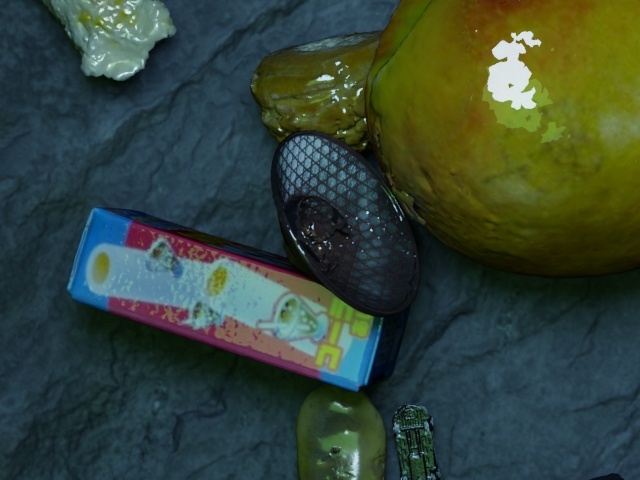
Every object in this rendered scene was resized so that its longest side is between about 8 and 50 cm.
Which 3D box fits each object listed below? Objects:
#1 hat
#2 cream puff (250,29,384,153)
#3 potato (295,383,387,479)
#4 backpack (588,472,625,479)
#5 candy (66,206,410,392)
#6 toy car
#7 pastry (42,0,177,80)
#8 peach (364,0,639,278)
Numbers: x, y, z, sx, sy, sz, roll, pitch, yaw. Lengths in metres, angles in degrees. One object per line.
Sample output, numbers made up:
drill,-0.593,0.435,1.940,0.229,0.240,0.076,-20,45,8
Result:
hat,0.000,0.000,1.760,0.082,0.193,0.193,-34,84,31
cream puff,0.015,-0.137,1.851,0.165,0.150,0.115,8,114,49
potato,0.021,0.208,1.890,0.091,0.070,0.138,0,90,13
backpack,0.259,0.355,1.822,0.206,0.133,0.258,-25,92,3
candy,-0.075,0.054,1.863,0.306,0.157,0.100,16,94,12
toy car,0.096,0.206,1.897,0.041,0.025,0.093,-7,93,10
pastry,-0.241,-0.278,1.924,0.121,0.089,0.258,-37,85,12
peach,0.231,-0.122,1.714,0.372,0.290,0.372,-1,95,-16
